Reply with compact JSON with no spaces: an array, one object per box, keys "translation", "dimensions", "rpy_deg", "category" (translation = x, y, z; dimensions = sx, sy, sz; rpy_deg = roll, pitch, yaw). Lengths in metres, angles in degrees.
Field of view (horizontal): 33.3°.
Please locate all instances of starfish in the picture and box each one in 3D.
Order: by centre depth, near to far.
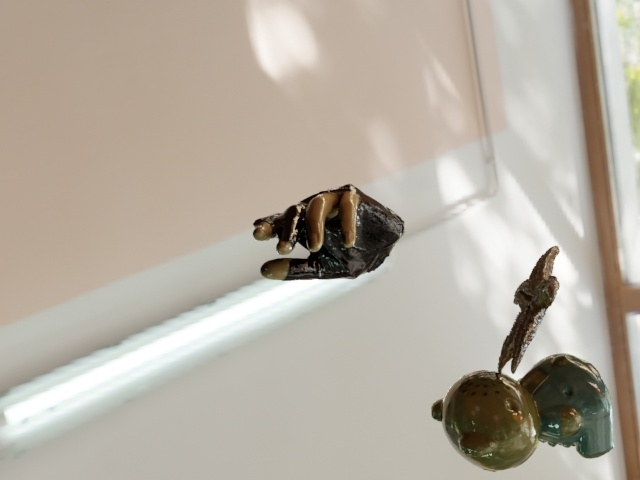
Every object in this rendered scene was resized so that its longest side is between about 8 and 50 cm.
[{"translation":[0.328,0.101,1.643],"dimensions":[0.043,0.227,0.240],"rpy_deg":[20,169,2],"category":"starfish"}]

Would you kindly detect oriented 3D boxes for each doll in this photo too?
[{"translation":[0.320,0.275,1.705],"dimensions":[0.260,0.161,0.177],"rpy_deg":[-12,-160,-12],"category":"doll"}]

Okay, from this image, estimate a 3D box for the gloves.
[{"translation":[0.000,-0.004,1.852],"dimensions":[0.152,0.197,0.301],"rpy_deg":[46,-153,24],"category":"gloves"}]
